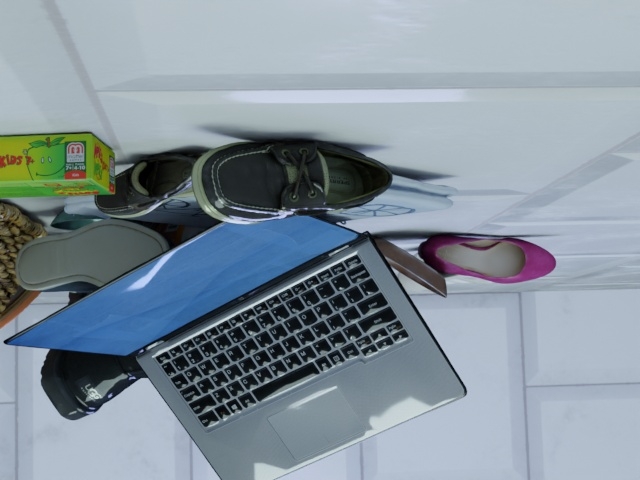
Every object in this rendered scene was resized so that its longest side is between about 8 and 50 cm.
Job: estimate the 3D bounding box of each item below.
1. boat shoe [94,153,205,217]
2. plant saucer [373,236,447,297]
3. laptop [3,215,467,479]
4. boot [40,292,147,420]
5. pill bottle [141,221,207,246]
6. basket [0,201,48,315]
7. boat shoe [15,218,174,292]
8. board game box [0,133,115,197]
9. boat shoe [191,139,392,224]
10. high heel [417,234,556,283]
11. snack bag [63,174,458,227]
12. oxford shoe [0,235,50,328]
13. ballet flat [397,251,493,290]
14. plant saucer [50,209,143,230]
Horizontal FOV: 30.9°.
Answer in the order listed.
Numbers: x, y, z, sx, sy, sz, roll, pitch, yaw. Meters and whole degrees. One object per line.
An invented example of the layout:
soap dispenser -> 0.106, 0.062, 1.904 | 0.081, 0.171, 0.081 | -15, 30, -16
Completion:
boat shoe -> -0.170, -0.060, 1.150 | 0.152, 0.056, 0.049 | -16, 162, 28
plant saucer -> 0.143, 0.040, 1.915 | 0.168, 0.029, 0.168 | 32, 179, 1
laptop -> -0.088, 0.157, 1.434 | 0.382, 0.408, 0.236 | -27, -165, 21
boot -> -0.175, 0.062, 1.734 | 0.445, 0.367, 0.146 | -26, 121, 22
pill bottle -> -0.212, 0.026, 1.578 | 0.216, 0.121, 0.121 | -7, 172, 40
basket -> -0.521, 0.014, 1.523 | 0.213, 0.223, 0.299 | 31, 174, 2
boat shoe -> -0.277, 0.029, 1.482 | 0.254, 0.095, 0.079 | -12, 170, 32
board game box -> -0.290, -0.067, 1.074 | 0.181, 0.043, 0.092 | -2, 174, 3
boat shoe -> -0.020, -0.061, 1.083 | 0.073, 0.080, 0.223 | -15, 172, 42
high heel -> 0.287, 0.029, 1.933 | 0.244, 0.082, 0.117 | 12, -179, -7
snack bag -> -0.070, -0.049, 1.333 | 0.342, 0.037, 0.323 | -8, 171, 44
oxford shoe -> -0.541, 0.087, 1.713 | 0.363, 0.133, 0.130 | -37, -163, -18
ballet flat -> 0.225, 0.039, 2.084 | 0.248, 0.086, 0.086 | -9, 171, 39
plant saucer -> -0.291, -0.029, 1.509 | 0.119, 0.021, 0.119 | -1, 173, 0
